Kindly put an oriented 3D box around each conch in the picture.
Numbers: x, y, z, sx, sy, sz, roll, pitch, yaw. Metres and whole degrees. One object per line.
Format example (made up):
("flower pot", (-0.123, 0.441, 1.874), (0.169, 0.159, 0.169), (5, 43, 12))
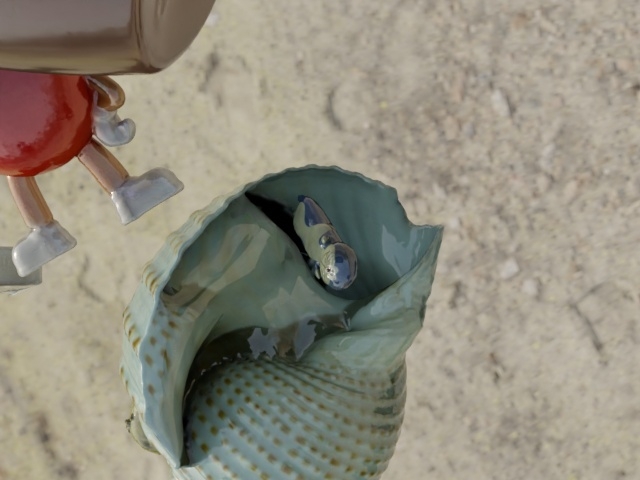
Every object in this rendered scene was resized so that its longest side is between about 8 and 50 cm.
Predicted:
("conch", (-0.048, 0.089, 1.254), (0.303, 0.319, 0.215), (42, 158, -27))

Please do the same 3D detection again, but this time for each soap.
("soap", (-0.499, 0.049, 2.114), (0.183, 0.121, 0.063), (-15, 76, 63))

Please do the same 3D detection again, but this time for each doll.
("doll", (-0.221, -0.087, 1.020), (0.183, 0.085, 0.217), (-25, 118, 22))
("doll", (0.000, 0.000, 1.127), (0.125, 0.027, 0.037), (-126, 44, -55))

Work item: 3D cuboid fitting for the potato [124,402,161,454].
("potato", (-0.149, 0.146, 1.579), (0.117, 0.090, 0.225), (25, 111, 0))

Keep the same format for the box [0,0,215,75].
("box", (-0.165, -0.235, 0.819), (0.216, 0.301, 0.301), (17, 116, 6))
